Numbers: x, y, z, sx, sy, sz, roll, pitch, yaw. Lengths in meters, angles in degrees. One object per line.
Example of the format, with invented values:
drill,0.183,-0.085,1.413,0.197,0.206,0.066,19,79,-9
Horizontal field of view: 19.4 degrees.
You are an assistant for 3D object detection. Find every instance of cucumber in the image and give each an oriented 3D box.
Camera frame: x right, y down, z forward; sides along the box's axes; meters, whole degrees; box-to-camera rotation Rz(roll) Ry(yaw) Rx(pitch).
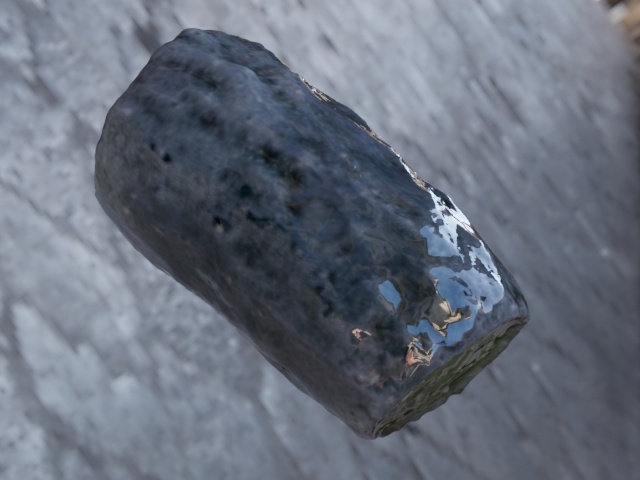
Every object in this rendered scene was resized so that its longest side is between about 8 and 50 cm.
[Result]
cucumber,-0.002,-0.001,0.458,0.112,0.064,0.064,39,5,23
